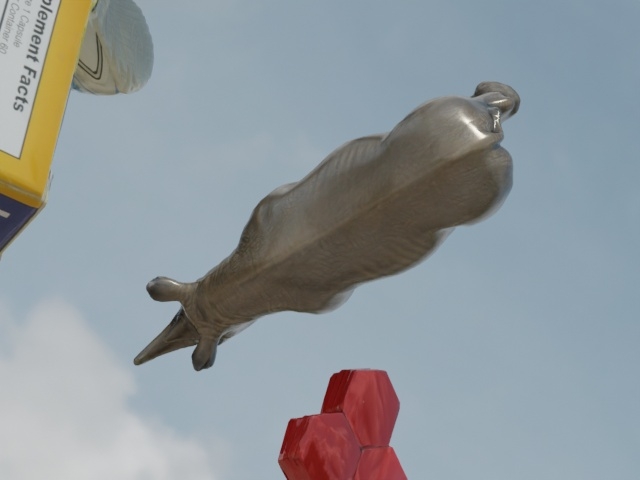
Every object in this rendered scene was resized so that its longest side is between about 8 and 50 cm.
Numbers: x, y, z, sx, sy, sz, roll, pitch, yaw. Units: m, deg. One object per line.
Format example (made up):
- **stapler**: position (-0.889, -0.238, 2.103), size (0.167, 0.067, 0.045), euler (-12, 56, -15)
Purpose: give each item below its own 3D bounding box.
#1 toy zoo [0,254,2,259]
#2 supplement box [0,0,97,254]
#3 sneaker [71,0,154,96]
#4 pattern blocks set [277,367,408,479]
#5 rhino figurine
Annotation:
- **toy zoo**: position (-0.432, -0.074, 1.803), size (0.293, 0.192, 0.030), euler (8, -48, -17)
- **supplement box**: position (-0.342, -0.122, 1.199), size (0.356, 0.194, 0.195), euler (26, -41, -21)
- **sneaker**: position (-0.177, -0.183, 1.343), size (0.086, 0.085, 0.237), euler (1, -38, 13)
- **pattern blocks set**: position (-0.005, 0.251, 0.950), size (0.026, 0.325, 0.285), euler (-9, -60, 43)
- **rhino figurine**: position (0.000, 0.000, 1.032), size (0.243, 0.106, 0.073), euler (-31, -89, 13)
